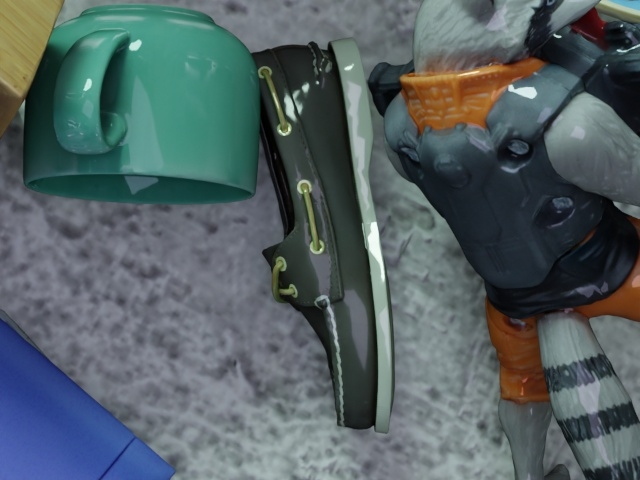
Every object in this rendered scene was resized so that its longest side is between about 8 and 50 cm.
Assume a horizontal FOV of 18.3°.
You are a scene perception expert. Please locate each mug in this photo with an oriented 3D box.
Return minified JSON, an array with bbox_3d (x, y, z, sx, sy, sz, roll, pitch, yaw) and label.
[{"bbox_3d":[-0.093,-0.076,1.081,0.129,0.158,0.097,4,83,-18],"label":"mug"}]

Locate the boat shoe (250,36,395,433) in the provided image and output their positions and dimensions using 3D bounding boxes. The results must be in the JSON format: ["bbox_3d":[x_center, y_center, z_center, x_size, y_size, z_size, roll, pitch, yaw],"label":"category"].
[{"bbox_3d":[0.000,0.000,1.134,0.068,0.081,0.228,-6,81,-6],"label":"boat shoe"}]

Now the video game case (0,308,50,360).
[{"bbox_3d":[-0.205,0.256,1.113,0.329,0.036,0.300,-42,94,-8],"label":"video game case"}]

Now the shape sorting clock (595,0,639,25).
[{"bbox_3d":[0.196,-0.184,1.130,0.206,0.206,0.040,-1,130,-8],"label":"shape sorting clock"}]

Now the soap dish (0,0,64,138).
[{"bbox_3d":[-0.269,-0.151,1.034,0.291,0.229,0.118,41,66,-5],"label":"soap dish"}]

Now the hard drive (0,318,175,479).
[{"bbox_3d":[-0.264,0.099,1.055,0.318,0.040,0.210,42,73,-5],"label":"hard drive"}]

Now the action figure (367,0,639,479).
[{"bbox_3d":[0.160,-0.011,1.030,0.178,0.341,0.330,-46,114,-41],"label":"action figure"}]
